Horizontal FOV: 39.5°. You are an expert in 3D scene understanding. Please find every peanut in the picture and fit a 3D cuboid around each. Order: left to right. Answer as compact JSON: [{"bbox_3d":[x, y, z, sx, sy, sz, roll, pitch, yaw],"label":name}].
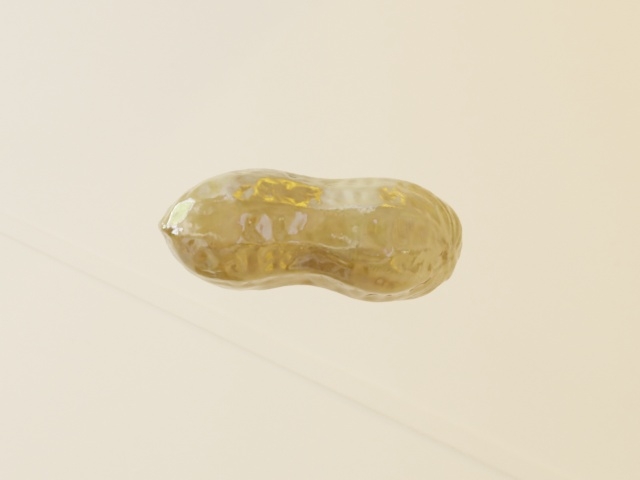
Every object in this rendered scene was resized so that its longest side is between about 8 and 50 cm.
[{"bbox_3d":[0.000,0.000,0.760,0.274,0.125,0.111,2,-73,-17],"label":"peanut"}]
